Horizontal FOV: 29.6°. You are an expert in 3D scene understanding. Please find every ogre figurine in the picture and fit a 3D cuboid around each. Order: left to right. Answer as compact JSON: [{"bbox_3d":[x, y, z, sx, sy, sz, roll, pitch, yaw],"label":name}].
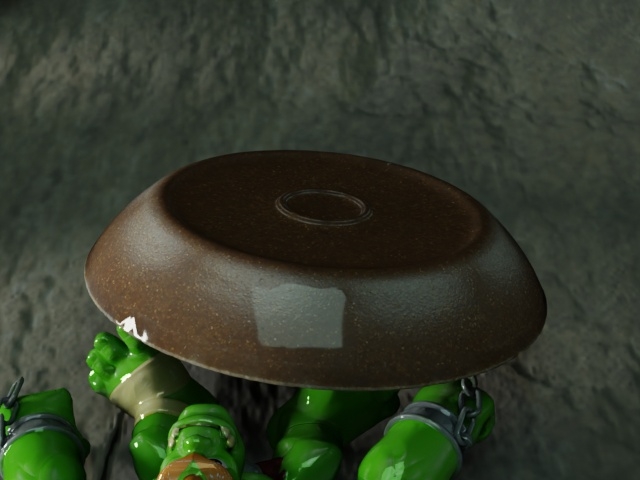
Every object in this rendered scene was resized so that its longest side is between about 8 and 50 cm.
[{"bbox_3d":[-0.034,0.093,0.456,0.197,0.096,0.118,15,30,-6],"label":"ogre figurine"}]

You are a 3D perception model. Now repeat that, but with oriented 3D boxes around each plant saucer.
[{"bbox_3d":[0.000,0.000,0.518,0.199,0.036,0.198,4,22,-2],"label":"plant saucer"}]
